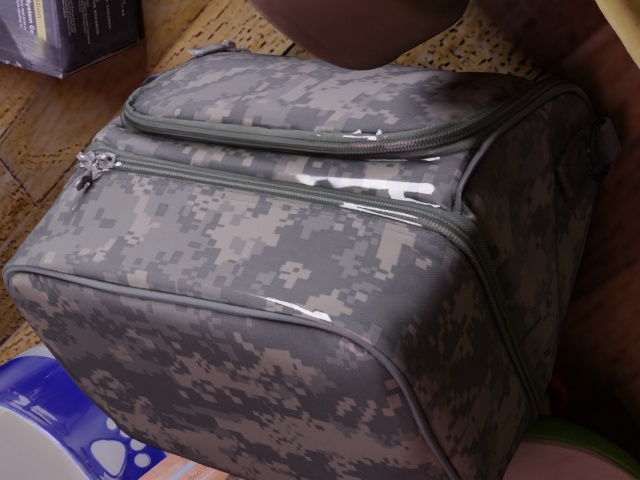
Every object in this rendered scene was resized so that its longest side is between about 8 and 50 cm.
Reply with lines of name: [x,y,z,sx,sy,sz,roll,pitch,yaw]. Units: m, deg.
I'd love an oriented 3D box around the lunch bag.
lunch bag: [0.000,0.000,0.884,0.305,0.256,0.213,9,142,35]

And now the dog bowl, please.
dog bowl: [-0.225,0.230,1.299,0.264,0.104,0.265,19,125,31]

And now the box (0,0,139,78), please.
box: [-0.289,-0.338,1.034,0.318,0.097,0.395,18,124,33]

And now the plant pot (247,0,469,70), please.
plant pot: [0.056,-0.251,0.722,0.229,0.263,0.263,-27,96,26]

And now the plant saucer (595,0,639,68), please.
plant saucer: [0.208,-0.249,0.554,0.332,0.081,0.333,-31,109,19]

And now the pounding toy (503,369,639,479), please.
pounding toy: [0.153,0.169,0.975,0.237,0.110,0.183,34,127,-20]

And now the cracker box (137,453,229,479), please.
cracker box: [-0.099,0.284,1.189,0.067,0.155,0.232,16,124,32]

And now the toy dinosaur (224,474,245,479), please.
toy dinosaur: [0.055,0.255,1.048,0.313,0.121,0.160,16,96,10]
